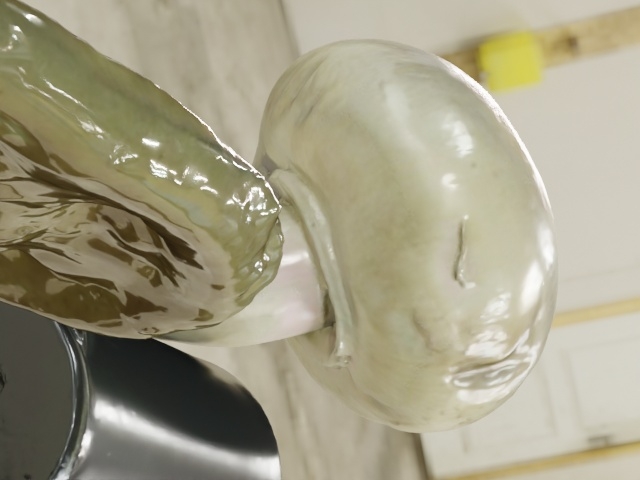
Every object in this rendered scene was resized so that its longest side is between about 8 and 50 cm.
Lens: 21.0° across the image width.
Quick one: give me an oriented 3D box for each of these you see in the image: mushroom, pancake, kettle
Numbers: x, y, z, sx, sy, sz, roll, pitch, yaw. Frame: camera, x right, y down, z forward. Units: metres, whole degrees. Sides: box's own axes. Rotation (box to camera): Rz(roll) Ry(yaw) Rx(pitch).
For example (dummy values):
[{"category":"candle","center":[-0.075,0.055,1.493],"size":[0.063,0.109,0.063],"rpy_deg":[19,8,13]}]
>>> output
[{"category":"mushroom","center":[0.025,-0.011,1.362],"size":[0.315,0.356,0.315],"rpy_deg":[17,90,-71]},{"category":"pancake","center":[-0.120,-0.019,0.544],"size":[0.050,0.242,0.242],"rpy_deg":[-68,156,-18]},{"category":"kettle","center":[-0.199,0.156,1.162],"size":[0.308,0.262,0.203],"rpy_deg":[40,28,-65]}]
